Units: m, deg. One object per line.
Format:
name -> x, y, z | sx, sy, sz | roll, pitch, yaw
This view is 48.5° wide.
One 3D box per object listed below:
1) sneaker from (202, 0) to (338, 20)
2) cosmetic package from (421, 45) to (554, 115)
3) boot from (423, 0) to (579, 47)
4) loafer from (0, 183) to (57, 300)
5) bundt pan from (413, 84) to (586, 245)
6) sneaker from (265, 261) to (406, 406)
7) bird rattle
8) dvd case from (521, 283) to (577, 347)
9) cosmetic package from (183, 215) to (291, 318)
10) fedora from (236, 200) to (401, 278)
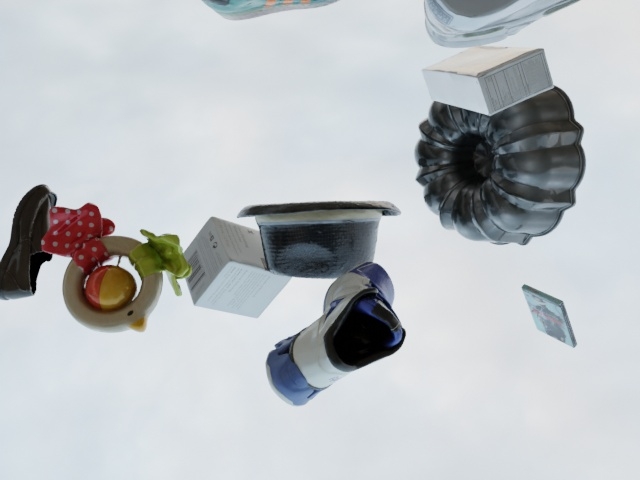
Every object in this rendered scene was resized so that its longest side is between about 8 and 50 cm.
sneaker -> -0.059, -0.409, 1.067 | 0.302, 0.108, 0.121 | -10, 176, 23
cosmetic package -> 0.234, -0.236, 1.032 | 0.098, 0.060, 0.239 | -22, -161, -3
boot -> 0.205, -0.245, 0.601 | 0.258, 0.095, 0.123 | -21, -179, 4
loafer -> -0.507, 0.007, 1.268 | 0.078, 0.080, 0.220 | 11, -105, 5
bundt pan -> 0.291, -0.146, 1.261 | 0.124, 0.331, 0.331 | -7, -144, -38
sneaker -> 0.069, 0.130, 1.108 | 0.182, 0.127, 0.315 | -29, -172, 39
bird rattle -> -0.344, 0.046, 1.168 | 0.253, 0.143, 0.207 | 12, -113, -3
dvd case -> 0.410, 0.135, 1.273 | 0.013, 0.119, 0.087 | -40, -143, -16
cosmetic package -> -0.197, 0.065, 1.629 | 0.183, 0.151, 0.151 | 17, -147, -42
fedora -> 0.000, 0.000, 1.436 | 0.334, 0.153, 0.334 | -2, -179, 0
